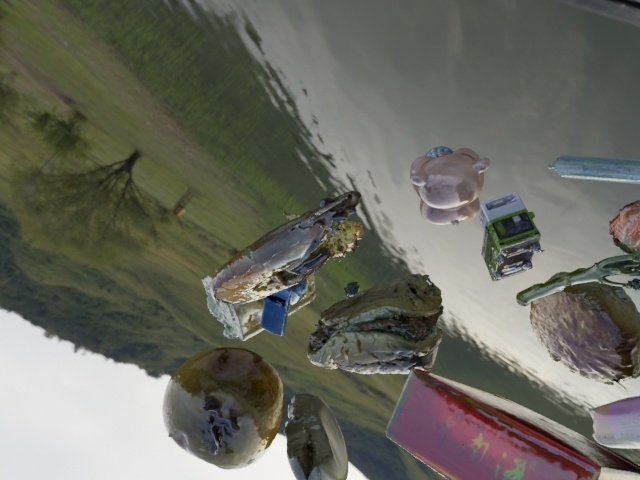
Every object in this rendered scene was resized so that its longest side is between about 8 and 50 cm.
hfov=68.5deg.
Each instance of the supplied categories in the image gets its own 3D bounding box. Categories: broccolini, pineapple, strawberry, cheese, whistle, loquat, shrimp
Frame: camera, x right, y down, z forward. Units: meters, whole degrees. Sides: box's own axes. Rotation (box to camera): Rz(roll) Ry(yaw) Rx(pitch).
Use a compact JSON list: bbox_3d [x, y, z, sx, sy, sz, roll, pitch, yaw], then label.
[{"bbox_3d":[0.084,0.118,0.953,0.030,0.035,0.140,-6,153,24],"label":"broccolini"},{"bbox_3d":[0.001,0.000,1.285,0.233,0.135,0.079,12,-171,20],"label":"pineapple"},{"bbox_3d":[0.851,-0.042,1.243,0.146,0.082,0.187,45,149,41],"label":"strawberry"},{"bbox_3d":[-0.007,0.414,0.931,0.175,0.091,0.202,64,-176,-9],"label":"cheese"},{"bbox_3d":[0.735,-0.174,1.159,0.312,0.062,0.062,7,163,13],"label":"whistle"},{"bbox_3d":[-0.070,0.103,0.934,0.090,0.090,0.158,33,126,31],"label":"whistle"},{"bbox_3d":[0.526,0.090,0.910,0.079,0.074,0.392,33,154,-3],"label":"broccolini"},{"bbox_3d":[-0.166,0.285,0.823,0.213,0.213,0.213,37,171,7],"label":"loquat"},{"bbox_3d":[-0.035,0.017,0.603,0.144,0.251,0.052,12,-127,-54],"label":"shrimp"}]

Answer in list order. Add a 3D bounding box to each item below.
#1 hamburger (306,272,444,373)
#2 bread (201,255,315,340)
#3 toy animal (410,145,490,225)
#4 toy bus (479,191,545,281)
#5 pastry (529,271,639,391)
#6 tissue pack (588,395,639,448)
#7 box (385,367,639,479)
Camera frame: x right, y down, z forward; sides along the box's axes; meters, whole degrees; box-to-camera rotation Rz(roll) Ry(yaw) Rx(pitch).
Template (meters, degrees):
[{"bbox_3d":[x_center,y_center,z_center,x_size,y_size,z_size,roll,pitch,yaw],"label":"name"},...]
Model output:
[{"bbox_3d":[0.089,0.140,0.707,0.130,0.206,0.183,70,-159,0],"label":"hamburger"},{"bbox_3d":[-0.149,0.111,1.177,0.196,0.252,0.238,33,136,41],"label":"bread"},{"bbox_3d":[0.365,-0.147,1.356,0.229,0.210,0.221,-87,-17,-69],"label":"toy animal"},{"bbox_3d":[0.461,0.007,1.172,0.301,0.113,0.139,52,-159,-64],"label":"toy bus"},{"bbox_3d":[0.706,0.236,1.266,0.329,0.136,0.329,45,152,32],"label":"pastry"},{"bbox_3d":[0.761,0.387,1.016,0.215,0.123,0.256,1,152,-14],"label":"tissue pack"},{"bbox_3d":[0.248,0.251,0.548,0.197,0.089,0.313,17,171,47],"label":"box"}]
